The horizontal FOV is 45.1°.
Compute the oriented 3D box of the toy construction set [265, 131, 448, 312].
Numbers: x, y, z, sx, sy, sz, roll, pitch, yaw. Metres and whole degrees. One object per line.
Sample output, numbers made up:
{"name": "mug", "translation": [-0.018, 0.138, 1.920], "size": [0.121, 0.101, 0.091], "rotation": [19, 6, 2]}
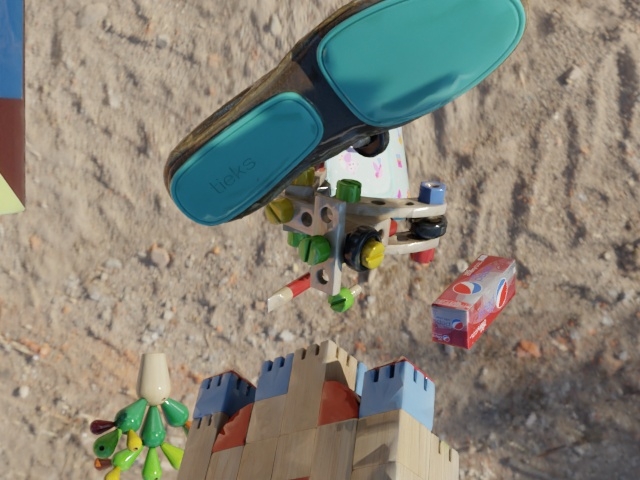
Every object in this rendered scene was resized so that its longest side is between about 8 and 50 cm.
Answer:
{"name": "toy construction set", "translation": [0.000, 0.000, 1.064], "size": [0.257, 0.237, 0.309], "rotation": [41, 128, 16]}

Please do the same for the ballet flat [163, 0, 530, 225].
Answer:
{"name": "ballet flat", "translation": [0.011, -0.132, 0.667], "size": [0.342, 0.124, 0.116], "rotation": [-33, 115, 19]}

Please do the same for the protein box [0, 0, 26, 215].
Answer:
{"name": "protein box", "translation": [-0.237, -0.074, 0.235], "size": [0.201, 0.200, 0.136], "rotation": [6, 99, 15]}

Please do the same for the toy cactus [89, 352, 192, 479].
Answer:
{"name": "toy cactus", "translation": [-0.244, 0.254, 1.106], "size": [0.112, 0.181, 0.219], "rotation": [-9, 168, 40]}

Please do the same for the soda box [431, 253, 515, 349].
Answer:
{"name": "soda box", "translation": [0.325, 0.123, 1.616], "size": [0.083, 0.263, 0.092], "rotation": [10, 117, 33]}

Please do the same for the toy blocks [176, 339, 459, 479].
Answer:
{"name": "toy blocks", "translation": [-0.012, 0.224, 0.755], "size": [0.381, 0.261, 0.191], "rotation": [-22, 132, 34]}

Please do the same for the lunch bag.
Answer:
{"name": "lunch bag", "translation": [0.061, -0.152, 1.413], "size": [0.160, 0.223, 0.262], "rotation": [-11, 166, 23]}
